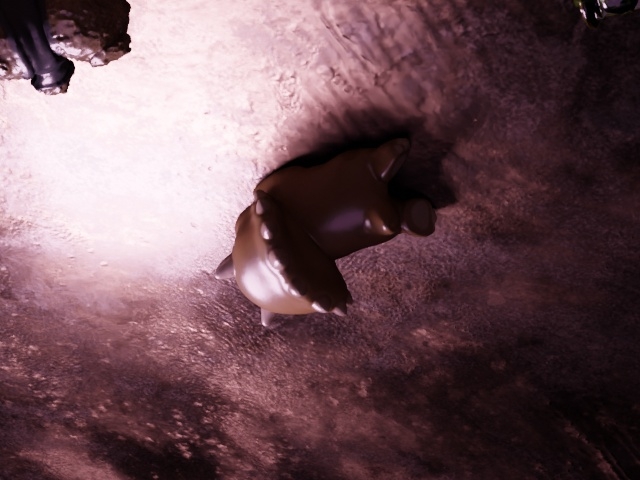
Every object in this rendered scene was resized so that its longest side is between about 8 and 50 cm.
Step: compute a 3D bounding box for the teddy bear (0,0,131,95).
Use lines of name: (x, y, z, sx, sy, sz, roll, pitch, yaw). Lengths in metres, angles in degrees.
teddy bear: (-0.330, -0.231, 1.304, 0.251, 0.129, 0.182, 1, 138, 16)

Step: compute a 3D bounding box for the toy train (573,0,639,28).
toy train: (0.255, -0.273, 1.034, 0.090, 0.225, 0.137, -13, 114, 25)

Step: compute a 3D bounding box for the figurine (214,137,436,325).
figurine: (-0.002, 0.004, 1.426, 0.247, 0.173, 0.177, -5, 134, 22)
